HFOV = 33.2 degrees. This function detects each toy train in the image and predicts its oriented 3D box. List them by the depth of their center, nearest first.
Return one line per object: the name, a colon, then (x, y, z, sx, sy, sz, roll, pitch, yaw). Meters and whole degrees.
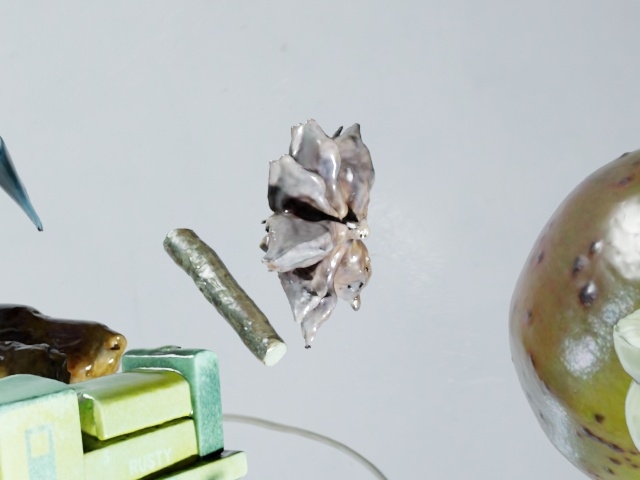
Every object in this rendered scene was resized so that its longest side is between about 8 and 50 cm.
toy train: (-0.220, 0.245, 1.060, 0.397, 0.160, 0.253, -5, 90, -56)

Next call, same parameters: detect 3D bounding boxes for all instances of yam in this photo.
yam: (-0.147, 0.081, 1.631, 0.061, 0.061, 0.274, -34, 59, -15)

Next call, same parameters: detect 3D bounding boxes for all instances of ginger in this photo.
ginger: (-0.484, 0.178, 1.399, 0.418, 0.254, 0.176, 1, 111, 21)

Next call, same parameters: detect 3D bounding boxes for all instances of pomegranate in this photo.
pomegranate: (0.305, 0.072, 0.791, 0.291, 0.323, 0.290, -14, 115, -32)

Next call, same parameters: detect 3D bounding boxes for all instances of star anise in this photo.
star anise: (-0.004, -0.002, 0.566, 0.056, 0.129, 0.124, 3, 100, 21)

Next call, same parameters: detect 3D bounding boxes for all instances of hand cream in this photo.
hand cream: (-0.426, -0.085, 1.463, 0.048, 0.224, 0.083, -26, 69, -7)

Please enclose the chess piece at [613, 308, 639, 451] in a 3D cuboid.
chess piece: (0.218, 0.160, 0.507, 0.144, 0.144, 0.251, -8, 98, -16)
